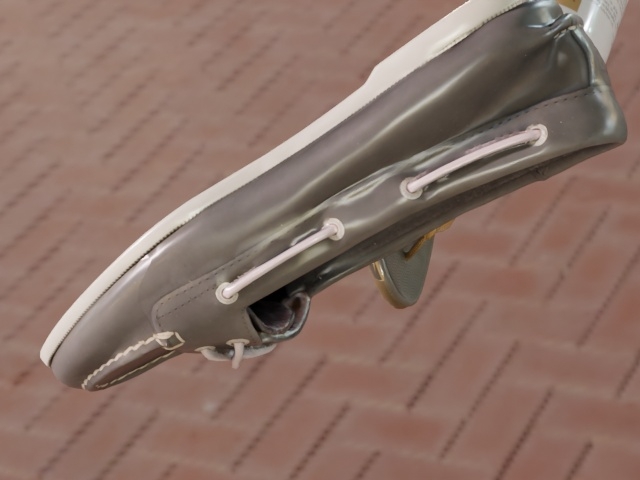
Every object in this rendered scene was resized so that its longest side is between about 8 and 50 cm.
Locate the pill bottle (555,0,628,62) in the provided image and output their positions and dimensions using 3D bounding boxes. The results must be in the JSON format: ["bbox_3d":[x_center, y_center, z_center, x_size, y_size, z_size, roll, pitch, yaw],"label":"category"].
[{"bbox_3d":[0.248,-0.272,1.810,0.131,0.131,0.229,6,60,31],"label":"pill bottle"}]

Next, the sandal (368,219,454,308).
[{"bbox_3d":[0.093,-0.049,1.494,0.060,0.090,0.219,-3,53,43],"label":"sandal"}]

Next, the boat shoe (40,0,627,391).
[{"bbox_3d":[0.000,0.000,0.908,0.335,0.095,0.112,-37,-9,19],"label":"boat shoe"}]
